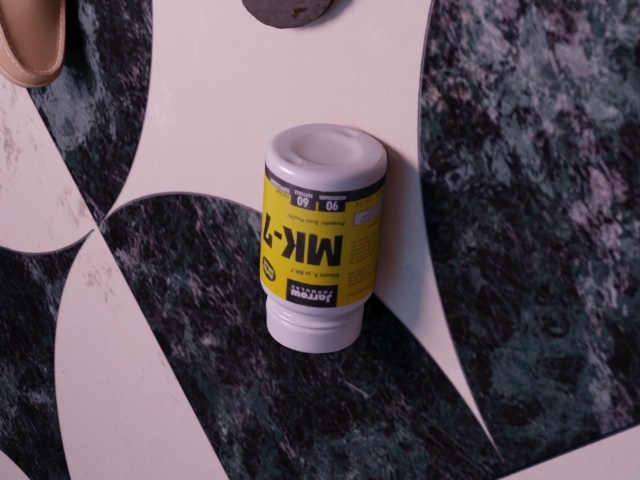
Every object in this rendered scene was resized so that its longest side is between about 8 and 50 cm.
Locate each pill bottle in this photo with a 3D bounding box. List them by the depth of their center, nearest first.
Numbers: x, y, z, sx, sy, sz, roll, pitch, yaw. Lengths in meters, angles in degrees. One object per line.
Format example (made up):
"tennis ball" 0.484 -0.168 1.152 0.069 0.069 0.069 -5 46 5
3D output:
"pill bottle" 0.000 0.000 1.333 0.119 0.119 0.208 31 130 37

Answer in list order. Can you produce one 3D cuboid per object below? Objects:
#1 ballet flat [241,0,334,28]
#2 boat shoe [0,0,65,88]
"ballet flat" -0.001 -0.274 1.251 0.084 0.058 0.250 32 150 -13
"boat shoe" -0.363 -0.349 1.585 0.110 0.122 0.341 4 110 50
